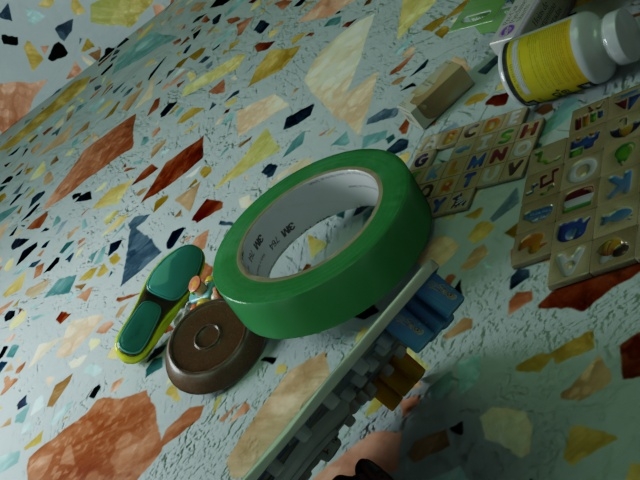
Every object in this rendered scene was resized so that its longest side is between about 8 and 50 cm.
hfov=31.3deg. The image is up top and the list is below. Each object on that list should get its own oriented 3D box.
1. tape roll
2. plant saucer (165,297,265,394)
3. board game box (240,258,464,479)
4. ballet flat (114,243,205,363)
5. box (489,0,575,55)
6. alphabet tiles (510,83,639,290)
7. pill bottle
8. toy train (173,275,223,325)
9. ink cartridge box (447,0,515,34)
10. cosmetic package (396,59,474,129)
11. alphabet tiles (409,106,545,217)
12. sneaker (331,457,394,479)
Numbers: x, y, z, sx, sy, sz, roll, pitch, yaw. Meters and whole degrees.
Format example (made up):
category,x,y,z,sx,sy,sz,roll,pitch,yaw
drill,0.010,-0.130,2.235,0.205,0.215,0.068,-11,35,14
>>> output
category,x,y,z,sx,sy,sz,roll,pitch,yaw
tape roll,0.000,0.000,1.640,0.321,0.077,0.321,-25,32,17
plant saucer,-0.161,0.148,1.690,0.168,0.029,0.168,-15,48,18
board game box,-0.008,0.226,1.163,0.390,0.050,0.390,-49,-11,-14
ballet flat,-0.267,0.109,1.897,0.231,0.077,0.077,-59,-12,-25
box,0.371,-0.402,1.822,0.067,0.063,0.324,-7,43,50
alphabet tiles,0.372,-0.084,1.410,0.285,0.011,0.343,-21,33,34
pill bottle,0.348,-0.258,1.595,0.184,0.103,0.103,-15,37,42
toy train,-0.187,0.110,1.798,0.125,0.046,0.166,-49,32,-6
ink cartridge box,0.312,-0.404,1.902,0.109,0.062,0.209,-1,47,52
cosmetic package,0.185,-0.235,1.843,0.115,0.041,0.060,-44,27,-4
alphabet tiles,0.211,-0.109,1.659,0.237,0.009,0.198,-14,38,43
sneaker,0.088,0.290,1.060,0.106,0.162,0.281,-50,28,-16
